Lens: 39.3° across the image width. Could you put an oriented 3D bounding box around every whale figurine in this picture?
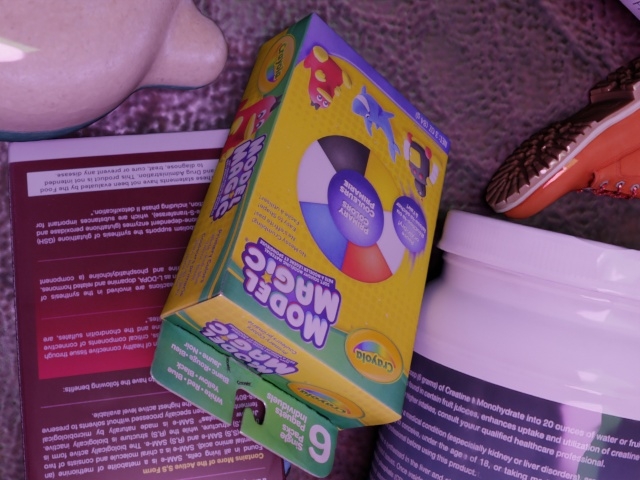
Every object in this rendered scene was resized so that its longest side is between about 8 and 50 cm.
[{"bbox_3d":[-0.133,-0.167,0.485,0.216,0.141,0.272,49,61,-12],"label":"whale figurine"}]

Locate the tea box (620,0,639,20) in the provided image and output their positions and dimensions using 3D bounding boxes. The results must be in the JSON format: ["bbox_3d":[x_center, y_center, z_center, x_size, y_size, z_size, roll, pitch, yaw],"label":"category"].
[{"bbox_3d":[0.382,-0.170,0.465,0.329,0.323,0.220,39,77,-15],"label":"tea box"}]

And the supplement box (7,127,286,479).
[{"bbox_3d":[-0.094,0.064,0.491,0.130,0.073,0.239,-5,74,-11],"label":"supplement box"}]

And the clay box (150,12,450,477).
[{"bbox_3d":[0.000,0.000,0.480,0.127,0.053,0.222,37,49,-30],"label":"clay box"}]

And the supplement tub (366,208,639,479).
[{"bbox_3d":[0.126,0.132,0.528,0.191,0.191,0.272,11,94,-13],"label":"supplement tub"}]

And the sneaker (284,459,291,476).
[{"bbox_3d":[-0.090,0.148,0.550,0.162,0.063,0.073,-17,107,-7],"label":"sneaker"}]

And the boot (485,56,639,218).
[{"bbox_3d":[0.185,-0.048,0.590,0.158,0.059,0.084,-35,107,-8],"label":"boot"}]
